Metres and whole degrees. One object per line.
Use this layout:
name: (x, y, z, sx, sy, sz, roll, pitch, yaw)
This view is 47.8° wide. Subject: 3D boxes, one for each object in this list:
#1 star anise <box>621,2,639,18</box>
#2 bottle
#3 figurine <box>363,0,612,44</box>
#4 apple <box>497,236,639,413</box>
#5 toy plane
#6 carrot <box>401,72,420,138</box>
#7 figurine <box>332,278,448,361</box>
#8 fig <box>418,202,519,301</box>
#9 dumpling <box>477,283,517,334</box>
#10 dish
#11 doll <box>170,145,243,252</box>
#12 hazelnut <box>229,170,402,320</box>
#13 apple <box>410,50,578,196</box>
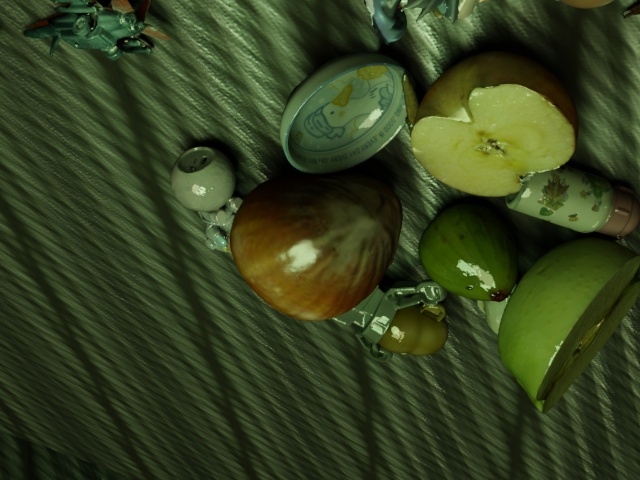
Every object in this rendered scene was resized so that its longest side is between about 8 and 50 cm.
star anise: (0.598, -0.395, 1.148, 0.140, 0.144, 0.158, 49, 136, 31)
bottle: (0.505, -0.081, 1.426, 0.253, 0.120, 0.120, 17, 135, -4)
figurine: (0.245, -0.447, 1.069, 0.388, 0.248, 0.276, -11, 105, 21)
apple: (0.525, 0.180, 1.497, 0.320, 0.312, 0.360, 39, 89, -14)
toy plane: (-0.457, -0.404, 1.382, 0.327, 0.104, 0.223, -6, 160, 25)
carrot: (0.183, -0.231, 1.376, 0.049, 0.049, 0.254, -3, 148, 18)
figurine: (0.172, 0.181, 1.734, 0.285, 0.167, 0.342, 27, 159, -1)
fig: (0.318, 0.039, 1.522, 0.203, 0.225, 0.202, -9, 134, -9)
dumpling: (0.428, 0.158, 1.695, 0.111, 0.181, 0.155, -1, 176, -34)
dish: (0.030, -0.265, 1.362, 0.274, 0.133, 0.273, -23, 151, -13)
doll: (-0.236, -0.078, 1.623, 0.151, 0.150, 0.287, -1, 139, 16)
hazelnut: (0.000, 0.000, 1.474, 0.372, 0.372, 0.315, -26, 93, 34)
apple: (0.320, -0.226, 1.302, 0.251, 0.163, 0.293, 35, 146, -26)
